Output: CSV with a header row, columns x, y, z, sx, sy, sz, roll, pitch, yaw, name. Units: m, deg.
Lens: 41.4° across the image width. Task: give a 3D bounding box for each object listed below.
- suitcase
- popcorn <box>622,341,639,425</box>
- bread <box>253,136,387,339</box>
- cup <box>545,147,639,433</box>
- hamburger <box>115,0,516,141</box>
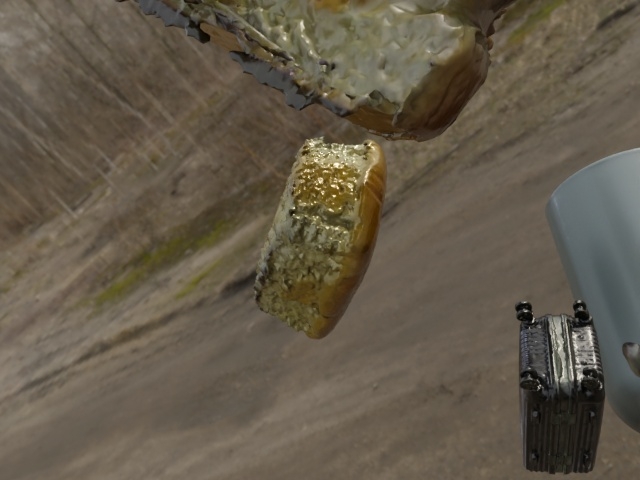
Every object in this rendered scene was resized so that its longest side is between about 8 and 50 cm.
x,y,z,sx,sy,sz,roll,pitch,yaw,name
0.177,0.113,0.635,0.059,0.126,0.086,-1,44,11,suitcase
0.241,0.084,0.338,0.194,0.163,0.140,-37,39,35,popcorn
0.000,0.000,0.955,0.246,0.121,0.174,106,-177,-56,bread
0.412,0.065,1.016,0.205,0.205,0.312,-31,55,33,cup
0.007,-0.243,0.685,0.445,0.287,0.268,34,97,32,hamburger
